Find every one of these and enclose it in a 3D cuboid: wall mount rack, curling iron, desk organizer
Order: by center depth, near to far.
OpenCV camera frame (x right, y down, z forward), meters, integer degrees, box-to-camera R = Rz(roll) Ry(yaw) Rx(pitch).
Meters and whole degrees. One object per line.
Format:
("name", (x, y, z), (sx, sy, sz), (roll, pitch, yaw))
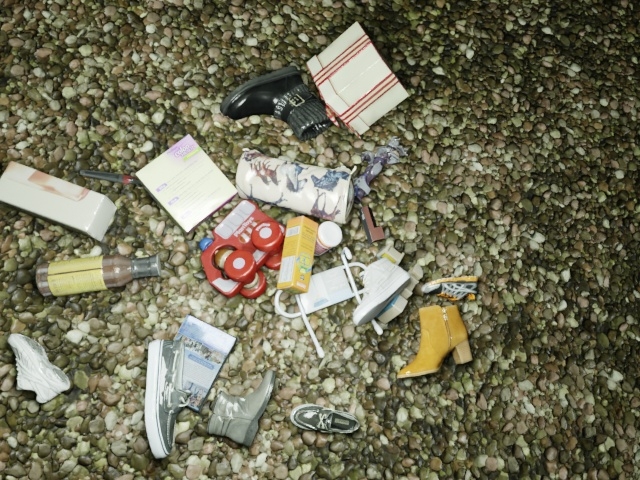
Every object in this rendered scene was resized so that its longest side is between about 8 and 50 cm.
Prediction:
("wall mount rack", (0.038, 0.200, 1.558), (0.349, 0.130, 0.304), (-19, 80, -12))
("curling iron", (-0.654, -0.218, 1.592), (0.273, 0.035, 0.068), (0, 80, -11))
("desk organizer", (0.181, -0.058, 1.688), (0.050, 0.047, 0.130), (-14, 79, -15))

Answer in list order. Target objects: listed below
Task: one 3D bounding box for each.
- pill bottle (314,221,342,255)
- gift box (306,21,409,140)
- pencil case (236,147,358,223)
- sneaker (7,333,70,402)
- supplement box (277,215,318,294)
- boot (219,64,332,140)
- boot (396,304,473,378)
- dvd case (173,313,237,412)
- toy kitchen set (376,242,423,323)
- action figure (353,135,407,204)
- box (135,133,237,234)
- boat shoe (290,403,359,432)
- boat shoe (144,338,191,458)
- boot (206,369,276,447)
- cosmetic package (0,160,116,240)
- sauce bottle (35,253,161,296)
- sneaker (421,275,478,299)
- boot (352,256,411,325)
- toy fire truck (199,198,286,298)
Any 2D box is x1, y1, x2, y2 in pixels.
("pill bottle", (0.000, 0.000, 1.582), (0.086, 0.152, 0.086), (11, 66, -26))
("gift box", (0.129, -0.527, 1.646), (0.258, 0.276, 0.255), (-34, 50, 19))
("pencil case", (-0.085, -0.188, 1.563), (0.410, 0.160, 0.184), (14, 82, 12))
("sneaker", (-0.852, 0.378, 1.391), (0.115, 0.090, 0.232), (-41, 85, -12))
("supplement box", (-0.070, 0.047, 1.479), (0.078, 0.080, 0.234), (27, 63, -41))
("boot", (-0.150, -0.451, 1.684), (0.347, 0.131, 0.260), (-30, 83, -15))
("boot", (0.360, 0.335, 1.604), (0.294, 0.104, 0.211), (-12, 74, -17))
("dvd case", (-0.399, 0.383, 1.498), (0.180, 0.022, 0.253), (27, 74, -3))
("toy kitchen set", (0.228, 0.143, 1.631), (0.166, 0.122, 0.207), (38, 54, 1))
("action figure", (0.194, -0.262, 1.681), (0.099, 0.185, 0.285), (41, 79, -17))
("box", (-0.435, -0.177, 1.559), (0.213, 0.117, 0.243), (-43, 97, -16))
("boat shoe", (0.015, 0.561, 1.498), (0.219, 0.070, 0.078), (8, 75, -7))
("boat shoe", (-0.442, 0.455, 1.397), (0.119, 0.121, 0.336), (-5, 76, -7))
("boot", (-0.245, 0.496, 1.469), (0.161, 0.083, 0.247), (22, 73, 2))
("cosmetic package", (-0.818, -0.119, 1.483), (0.296, 0.153, 0.129), (22, 75, -5))
("sauce bottle", (-0.676, 0.102, 1.473), (0.344, 0.111, 0.112), (-6, 78, -11))
("sneaker", (0.457, 0.171, 1.662), (0.214, 0.084, 0.083), (-3, 82, -11))
("boot", (0.162, 0.154, 1.499), (0.123, 0.095, 0.258), (40, 54, 23))
("toy fire truck", (-0.258, 0.027, 1.552), (0.253, 0.169, 0.302), (33, 71, 25))
